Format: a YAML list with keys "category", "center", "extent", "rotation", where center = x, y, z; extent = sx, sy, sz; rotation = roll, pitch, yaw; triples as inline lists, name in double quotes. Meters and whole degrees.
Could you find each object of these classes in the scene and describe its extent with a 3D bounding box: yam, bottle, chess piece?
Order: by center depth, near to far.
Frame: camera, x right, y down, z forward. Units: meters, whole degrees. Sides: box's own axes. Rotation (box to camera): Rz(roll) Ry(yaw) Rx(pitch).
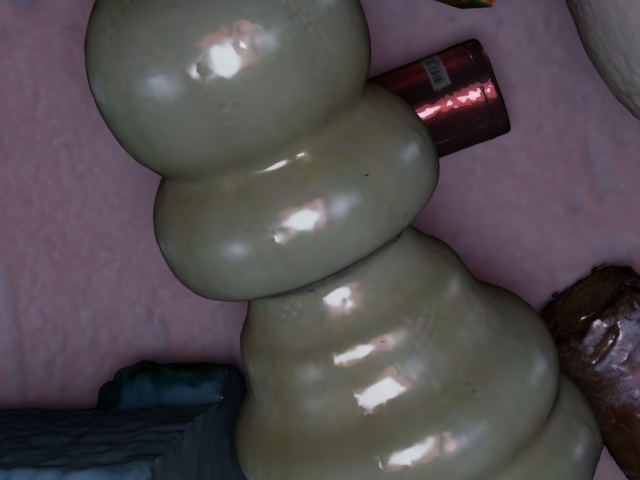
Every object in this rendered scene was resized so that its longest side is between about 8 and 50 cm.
- category: "chess piece"
  center: [0.000, 0.000, 0.849]
  extent: [0.182, 0.182, 0.330]
  rotation: [-25, 112, 1]
- category: "bottle"
  center: [0.018, -0.055, 0.944]
  extent: [0.164, 0.060, 0.060]
  rotation: [-21, 97, 1]
- category: "yam"
  center: [0.180, 0.087, 0.953]
  extent: [0.079, 0.079, 0.141]
  rotation: [-34, 99, 2]

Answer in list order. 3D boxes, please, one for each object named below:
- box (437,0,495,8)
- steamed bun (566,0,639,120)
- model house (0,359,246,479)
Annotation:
- category: "box"
  center: [0.023, -0.232, 0.876]
  extent: [0.195, 0.148, 0.177]
  rotation: [21, 97, -4]
- category: "steamed bun"
  center: [0.210, -0.177, 0.835]
  extent: [0.177, 0.283, 0.283]
  rotation: [20, 96, 22]
- category: "model house"
  center: [-0.209, 0.226, 0.891]
  extent: [0.329, 0.252, 0.294]
  rotation: [-2, 98, 6]
